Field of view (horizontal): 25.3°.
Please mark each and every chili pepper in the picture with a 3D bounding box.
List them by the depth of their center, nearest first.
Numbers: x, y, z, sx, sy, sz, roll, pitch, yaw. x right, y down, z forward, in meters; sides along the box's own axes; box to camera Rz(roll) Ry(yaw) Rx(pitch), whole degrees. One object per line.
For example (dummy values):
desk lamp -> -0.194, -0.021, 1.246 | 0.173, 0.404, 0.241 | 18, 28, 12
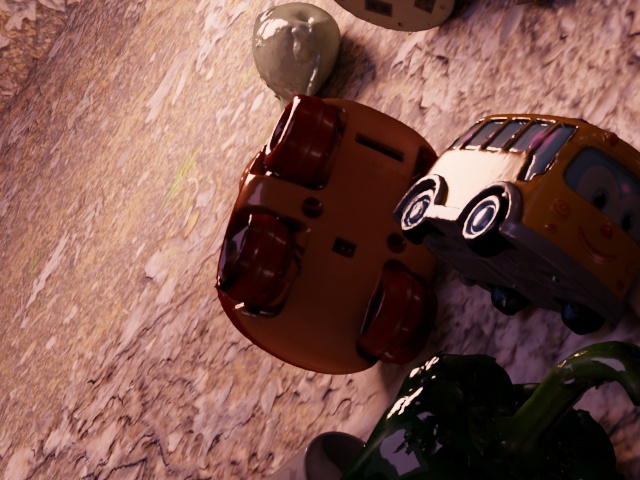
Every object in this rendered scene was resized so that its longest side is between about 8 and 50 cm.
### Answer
chili pepper -> 0.117, 0.148, 0.901 | 0.261, 0.174, 0.165 | -54, -1, 21

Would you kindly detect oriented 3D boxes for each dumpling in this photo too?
dumpling -> -0.041, -0.220, 1.724 | 0.149, 0.105, 0.216 | -57, 23, 10

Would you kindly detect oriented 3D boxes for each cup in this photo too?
cup -> -0.010, 0.240, 1.139 | 0.133, 0.099, 0.136 | -44, 28, 35

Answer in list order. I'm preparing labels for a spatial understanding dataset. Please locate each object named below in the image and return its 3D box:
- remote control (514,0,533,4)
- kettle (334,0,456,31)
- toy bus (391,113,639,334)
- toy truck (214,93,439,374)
remote control -> 0.178, -0.325, 1.389 | 0.022, 0.077, 0.245 | -11, 52, 5
kettle -> 0.106, -0.352, 1.552 | 0.210, 0.160, 0.243 | 102, -168, -62
toy bus -> 0.160, -0.023, 1.052 | 0.136, 0.126, 0.209 | -56, 21, -8
toy truck -> 0.000, 0.000, 1.299 | 0.239, 0.189, 0.265 | -36, 33, 65
